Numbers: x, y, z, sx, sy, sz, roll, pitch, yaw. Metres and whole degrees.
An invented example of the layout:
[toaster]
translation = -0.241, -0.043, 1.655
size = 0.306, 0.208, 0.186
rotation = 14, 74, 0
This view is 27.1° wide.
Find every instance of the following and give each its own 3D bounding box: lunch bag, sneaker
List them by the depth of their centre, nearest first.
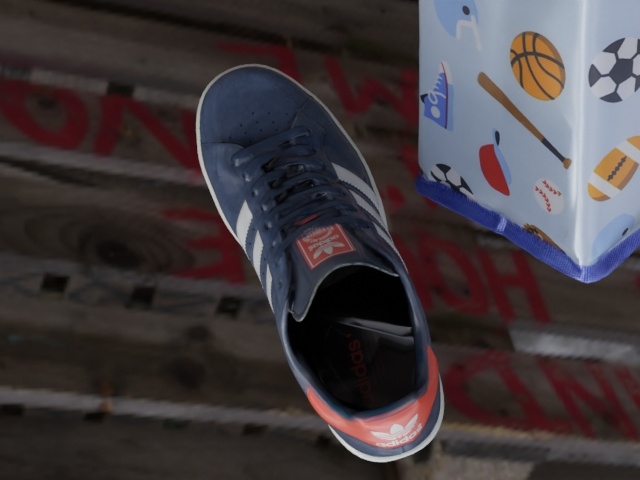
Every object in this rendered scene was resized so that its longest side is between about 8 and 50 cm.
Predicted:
[sneaker]
translation = 0.000, 0.000, 1.034
size = 0.131, 0.350, 0.148
rotation = -28, 166, -2
[lunch bag]
translation = 0.258, -0.212, 1.040
size = 0.385, 0.239, 0.328
rotation = -30, 134, -28
